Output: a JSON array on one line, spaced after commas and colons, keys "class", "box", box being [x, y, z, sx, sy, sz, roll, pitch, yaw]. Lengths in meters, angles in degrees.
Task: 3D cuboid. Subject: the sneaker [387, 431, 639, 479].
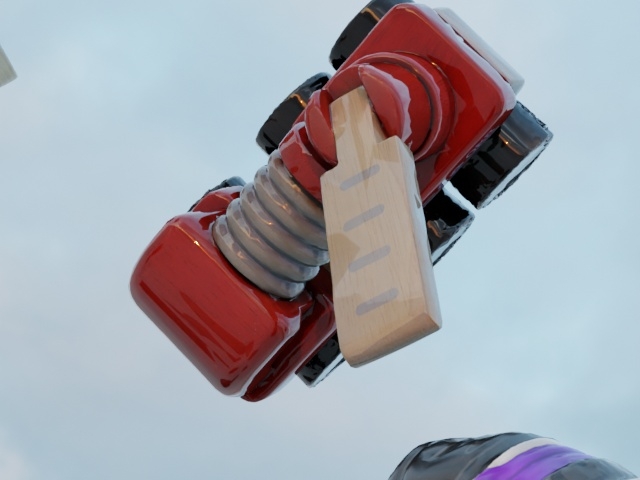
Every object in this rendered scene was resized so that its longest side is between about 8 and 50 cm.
[{"class": "sneaker", "box": [0.063, 0.200, 0.539, 0.146, 0.102, 0.293, 18, -71, 50]}]

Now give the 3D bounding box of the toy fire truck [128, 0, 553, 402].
[{"class": "toy fire truck", "box": [0.000, 0.000, 0.757, 0.158, 0.217, 0.246, 46, 19, 9]}]

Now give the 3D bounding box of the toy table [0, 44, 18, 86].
[{"class": "toy table", "box": [-0.394, -0.286, 1.591, 0.161, 0.274, 0.252, 91, -21, -75]}]
